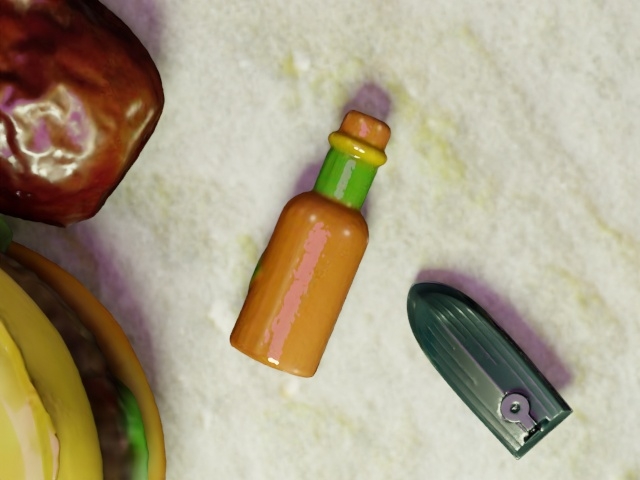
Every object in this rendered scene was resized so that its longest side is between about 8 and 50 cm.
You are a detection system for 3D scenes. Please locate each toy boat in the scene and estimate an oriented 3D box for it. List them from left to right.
[{"bbox_3d":[0.110,0.083,1.257,0.055,0.060,0.141,-43,80,7],"label":"toy boat"}]

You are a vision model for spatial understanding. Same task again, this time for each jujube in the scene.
[{"bbox_3d":[-0.231,-0.118,1.239,0.243,0.183,0.183,32,95,-3],"label":"jujube"}]

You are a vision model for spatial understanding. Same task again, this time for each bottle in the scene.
[{"bbox_3d":[0.000,0.000,1.262,0.069,0.069,0.187,24,91,5],"label":"bottle"}]

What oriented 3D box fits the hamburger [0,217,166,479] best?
[{"bbox_3d":[-0.300,0.176,1.190,0.395,0.277,0.396,-1,86,11],"label":"hamburger"}]
